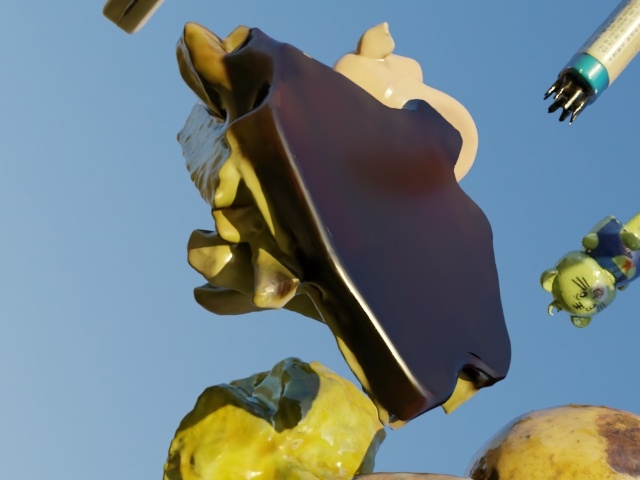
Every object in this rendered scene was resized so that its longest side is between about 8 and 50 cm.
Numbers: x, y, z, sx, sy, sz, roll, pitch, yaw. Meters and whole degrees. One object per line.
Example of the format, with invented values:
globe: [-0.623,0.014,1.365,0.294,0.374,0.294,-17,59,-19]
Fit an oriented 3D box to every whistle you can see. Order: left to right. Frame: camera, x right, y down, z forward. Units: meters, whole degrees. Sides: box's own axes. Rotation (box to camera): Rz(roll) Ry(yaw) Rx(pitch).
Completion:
whistle: [0.388,0.023,1.949,0.105,0.227,0.085,49,1,-26]

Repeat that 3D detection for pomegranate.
pomegranate: [0.260,0.297,1.494,0.281,0.281,0.281,33,-44,40]

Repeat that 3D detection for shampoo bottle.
shampoo bottle: [0.305,-0.202,1.550,0.050,0.183,0.087,41,-8,5]

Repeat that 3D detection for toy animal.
toy animal: [0.107,-0.165,2.034,0.250,0.166,0.154,36,-7,-20]

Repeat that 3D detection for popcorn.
popcorn: [-0.038,0.265,1.636,0.276,0.276,0.225,55,-5,16]

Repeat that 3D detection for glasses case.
glasses case: [-0.168,-0.278,1.512,0.050,0.083,0.196,33,-26,-14]

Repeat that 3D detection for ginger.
ginger: [0.000,0.000,1.393,0.211,0.358,0.413,-31,-109,31]

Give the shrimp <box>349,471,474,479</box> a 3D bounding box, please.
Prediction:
shrimp: [0.074,0.347,0.821,0.110,0.221,0.445,72,3,-72]
